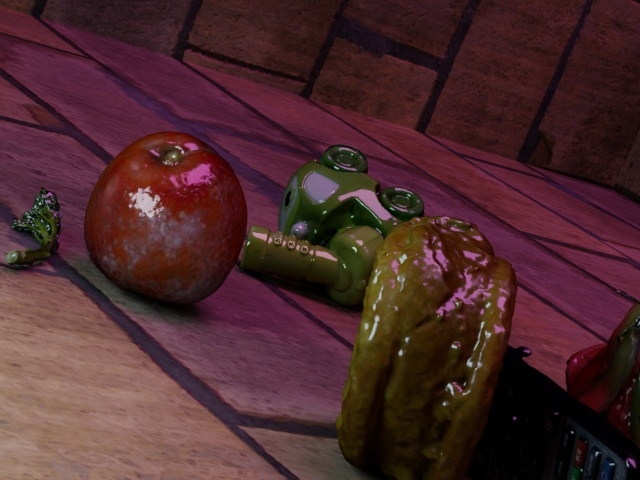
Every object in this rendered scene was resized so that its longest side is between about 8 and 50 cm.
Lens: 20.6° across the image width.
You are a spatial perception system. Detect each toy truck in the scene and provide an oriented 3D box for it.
[{"bbox_3d":[0.020,0.002,2.111,0.187,0.148,0.210,26,35,10],"label":"toy truck"}]

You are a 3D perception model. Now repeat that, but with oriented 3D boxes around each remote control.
[{"bbox_3d":[0.193,0.185,1.597,0.062,0.144,0.399,3,16,-21],"label":"remote control"}]

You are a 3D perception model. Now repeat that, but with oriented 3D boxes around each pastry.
[{"bbox_3d":[0.086,0.096,1.548,0.132,0.240,0.235,17,11,-3],"label":"pastry"}]

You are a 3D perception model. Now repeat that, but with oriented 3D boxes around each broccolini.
[{"bbox_3d":[-0.282,-0.002,1.772,0.052,0.054,0.194,40,10,-14],"label":"broccolini"}]

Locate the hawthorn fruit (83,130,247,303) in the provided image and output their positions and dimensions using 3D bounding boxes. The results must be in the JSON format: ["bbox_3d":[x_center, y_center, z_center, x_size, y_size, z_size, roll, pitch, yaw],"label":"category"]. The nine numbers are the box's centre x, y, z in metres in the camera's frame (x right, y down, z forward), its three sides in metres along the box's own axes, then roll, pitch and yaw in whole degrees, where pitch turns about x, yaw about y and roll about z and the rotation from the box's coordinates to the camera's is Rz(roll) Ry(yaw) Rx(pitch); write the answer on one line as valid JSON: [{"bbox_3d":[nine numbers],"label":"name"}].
[{"bbox_3d":[-0.154,-0.023,1.785,0.173,0.173,0.173,22,12,-5],"label":"hawthorn fruit"}]

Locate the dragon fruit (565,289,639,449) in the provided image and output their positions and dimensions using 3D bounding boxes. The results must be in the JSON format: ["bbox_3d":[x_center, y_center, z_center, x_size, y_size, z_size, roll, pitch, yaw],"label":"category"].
[{"bbox_3d":[0.312,0.160,1.641,0.234,0.293,0.234,-17,24,8],"label":"dragon fruit"}]
